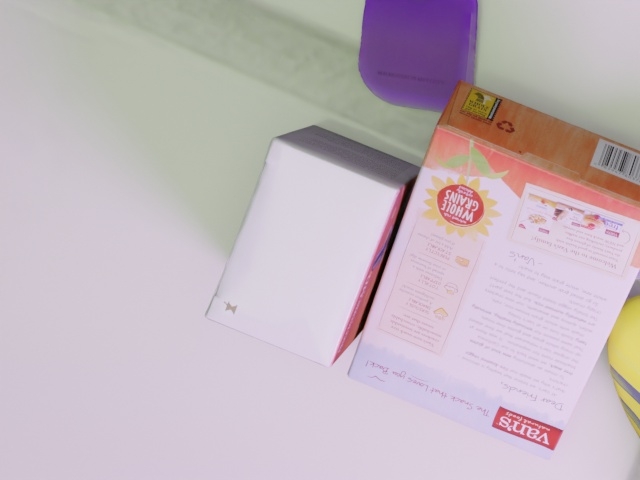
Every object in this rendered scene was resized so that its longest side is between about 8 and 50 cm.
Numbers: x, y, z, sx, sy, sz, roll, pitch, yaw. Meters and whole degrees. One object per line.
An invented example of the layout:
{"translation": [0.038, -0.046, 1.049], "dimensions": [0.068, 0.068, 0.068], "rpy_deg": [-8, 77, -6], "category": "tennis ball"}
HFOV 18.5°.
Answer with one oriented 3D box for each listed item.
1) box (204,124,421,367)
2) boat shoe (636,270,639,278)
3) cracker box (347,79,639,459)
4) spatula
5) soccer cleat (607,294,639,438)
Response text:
{"translation": [0.000, 0.000, 1.339], "dimensions": [0.091, 0.170, 0.130], "rpy_deg": [22, 100, 5], "category": "box"}
{"translation": [0.199, -0.015, 1.360], "dimensions": [0.226, 0.076, 0.083], "rpy_deg": [11, 127, 17], "category": "boat shoe"}
{"translation": [0.125, 0.024, 1.325], "dimensions": [0.156, 0.067, 0.232], "rpy_deg": [23, 129, 5], "category": "cracker box"}
{"translation": [0.081, -0.238, 1.373], "dimensions": [0.084, 0.030, 0.296], "rpy_deg": [8, 97, 10], "category": "spatula"}
{"translation": [0.279, 0.170, 1.341], "dimensions": [0.093, 0.121, 0.289], "rpy_deg": [-23, 93, 9], "category": "soccer cleat"}
